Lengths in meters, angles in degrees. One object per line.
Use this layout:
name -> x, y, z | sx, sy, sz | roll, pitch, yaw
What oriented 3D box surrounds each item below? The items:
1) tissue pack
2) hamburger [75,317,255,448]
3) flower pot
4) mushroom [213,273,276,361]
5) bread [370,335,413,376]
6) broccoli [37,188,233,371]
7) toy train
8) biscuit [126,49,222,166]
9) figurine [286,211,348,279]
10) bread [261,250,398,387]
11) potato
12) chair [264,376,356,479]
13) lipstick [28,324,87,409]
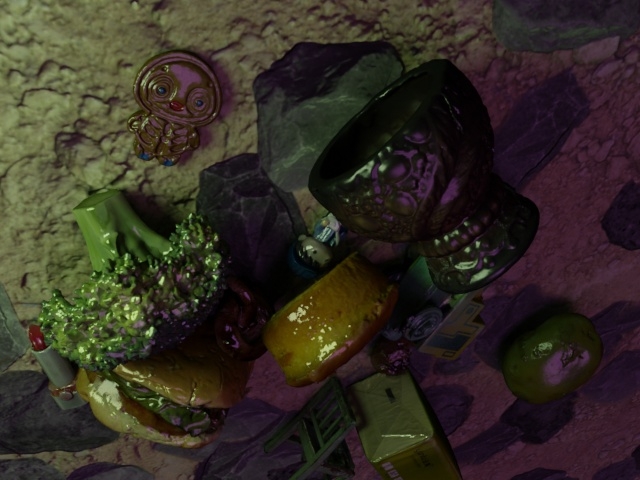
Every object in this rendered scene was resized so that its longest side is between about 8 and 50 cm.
tissue pack -> 0.194, 0.446, 1.360 | 0.167, 0.200, 0.274 | -26, 131, 4
hamburger -> -0.249, 0.253, 1.056 | 0.330, 0.209, 0.162 | 13, 121, -29
flower pot -> 0.162, -0.076, 0.873 | 0.266, 0.266, 0.267 | -41, 111, 14
mushroom -> -0.139, 0.133, 1.064 | 0.080, 0.135, 0.170 | 4, 122, 26
bread -> 0.153, 0.244, 1.282 | 0.082, 0.060, 0.113 | 6, 125, -26
broccoli -> -0.269, 0.067, 0.901 | 0.288, 0.235, 0.260 | -39, 142, -37
toy train -> 0.266, 0.056, 1.128 | 0.237, 0.150, 0.369 | 16, 120, -38
biscuit -> -0.208, -0.183, 0.850 | 0.124, 0.026, 0.175 | 13, 121, -26
figurine -> 0.000, 0.000, 1.037 | 0.086, 0.087, 0.149 | 33, 95, -36
bread -> 0.021, 0.132, 1.025 | 0.268, 0.268, 0.145 | -42, 88, 14
potato -> 0.529, 0.274, 1.378 | 0.186, 0.148, 0.253 | 8, 122, -27
chair -> 0.016, 0.453, 1.346 | 0.147, 0.136, 0.270 | 29, 112, -35
lipstick -> -0.466, 0.218, 1.052 | 0.063, 0.057, 0.186 | -15, 127, -3
